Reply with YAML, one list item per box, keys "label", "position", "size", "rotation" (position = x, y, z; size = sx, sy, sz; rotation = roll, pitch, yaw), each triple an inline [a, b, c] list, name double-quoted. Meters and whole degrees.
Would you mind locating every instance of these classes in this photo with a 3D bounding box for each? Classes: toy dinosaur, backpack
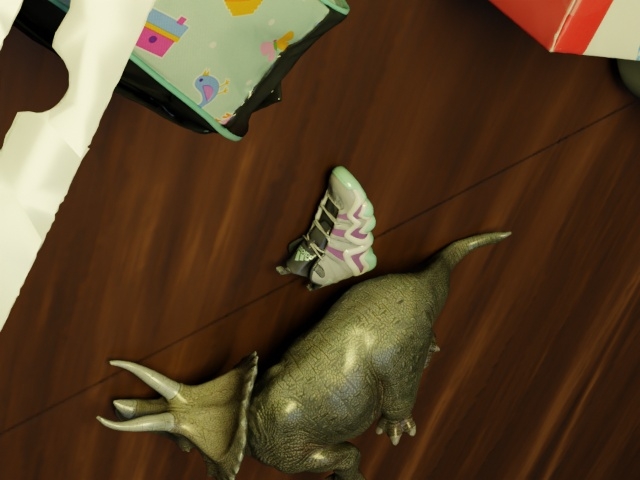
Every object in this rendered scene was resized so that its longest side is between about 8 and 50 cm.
- label: "toy dinosaur"
  position: [0.021, 0.092, 0.772]
  size: [0.314, 0.121, 0.160]
  rotation: [-29, 153, -4]
- label: "backpack"
  position: [-0.085, -0.144, 0.431]
  size: [0.188, 0.166, 0.144]
  rotation: [21, 111, -49]

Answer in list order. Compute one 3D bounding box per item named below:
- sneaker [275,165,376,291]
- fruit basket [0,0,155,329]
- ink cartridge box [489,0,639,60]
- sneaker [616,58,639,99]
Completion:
- label: "sneaker"
  position: [0.000, 0.000, 0.729]
  size: [0.069, 0.038, 0.098]
  rotation: [-27, 139, -14]
- label: "fruit basket"
  position: [-0.209, -0.112, 0.259]
  size: [0.353, 0.165, 0.327]
  rotation: [26, 92, -13]
- label: "ink cartridge box"
  position: [0.150, -0.163, 0.613]
  size: [0.231, 0.134, 0.078]
  rotation: [-1, 128, -35]
- label: "sneaker"
  position: [0.365, -0.194, 0.740]
  size: [0.341, 0.139, 0.125]
  rotation: [-47, 138, 8]
